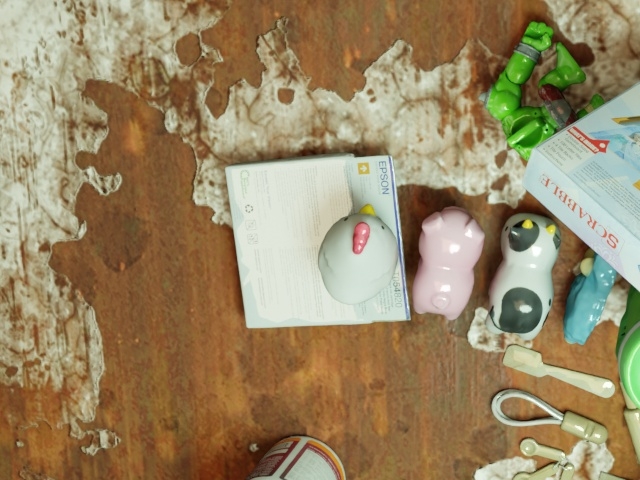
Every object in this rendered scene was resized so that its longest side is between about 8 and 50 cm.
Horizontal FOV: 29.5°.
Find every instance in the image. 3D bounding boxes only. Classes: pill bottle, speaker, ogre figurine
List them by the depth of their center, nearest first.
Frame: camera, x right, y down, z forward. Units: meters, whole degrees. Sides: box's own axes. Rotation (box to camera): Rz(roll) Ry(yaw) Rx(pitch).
[{"bbox_3d":[0.395,0.100,1.333,0.131,0.296,0.131,4,105,16],"label":"speaker"},{"bbox_3d":[0.269,-0.147,1.420,0.118,0.097,0.197,-34,103,10],"label":"ogre figurine"},{"bbox_3d":[-0.051,0.347,1.572,0.121,0.221,0.121,4,105,16],"label":"pill bottle"}]

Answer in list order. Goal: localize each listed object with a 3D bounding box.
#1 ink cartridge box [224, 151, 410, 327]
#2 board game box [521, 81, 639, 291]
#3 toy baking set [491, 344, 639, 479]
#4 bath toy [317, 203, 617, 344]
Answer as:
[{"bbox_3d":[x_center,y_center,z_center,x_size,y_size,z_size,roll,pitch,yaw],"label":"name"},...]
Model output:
[{"bbox_3d":[0.000,0.000,1.563,0.224,0.045,0.223,-3,103,15],"label":"ink cartridge box"},{"bbox_3d":[0.430,-0.047,1.245,0.318,0.318,0.066,47,152,25],"label":"board game box"},{"bbox_3d":[0.324,0.248,1.535,0.197,0.030,0.256,-11,100,19],"label":"toy baking set"},{"bbox_3d":[0.171,0.023,1.449,0.348,0.129,0.151,9,64,2],"label":"bath toy"}]
